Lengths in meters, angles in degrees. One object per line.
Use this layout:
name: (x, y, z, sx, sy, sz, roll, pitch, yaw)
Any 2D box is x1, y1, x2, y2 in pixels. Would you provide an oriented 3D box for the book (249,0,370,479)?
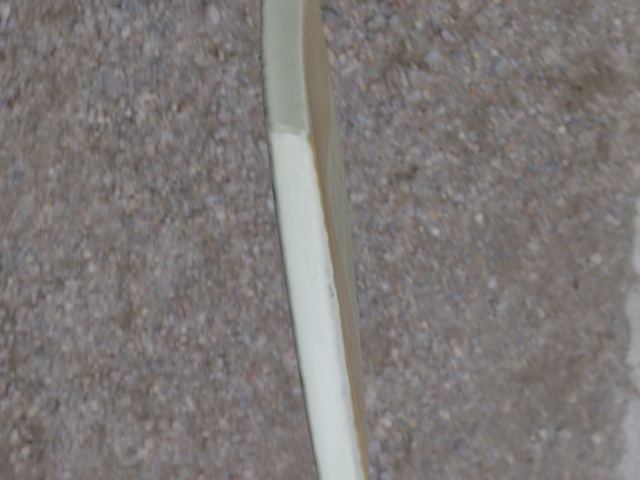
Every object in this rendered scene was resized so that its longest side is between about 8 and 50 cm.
book: (0.000, 0.000, 0.795, 0.032, 0.389, 0.269, -7, 112, 2)
